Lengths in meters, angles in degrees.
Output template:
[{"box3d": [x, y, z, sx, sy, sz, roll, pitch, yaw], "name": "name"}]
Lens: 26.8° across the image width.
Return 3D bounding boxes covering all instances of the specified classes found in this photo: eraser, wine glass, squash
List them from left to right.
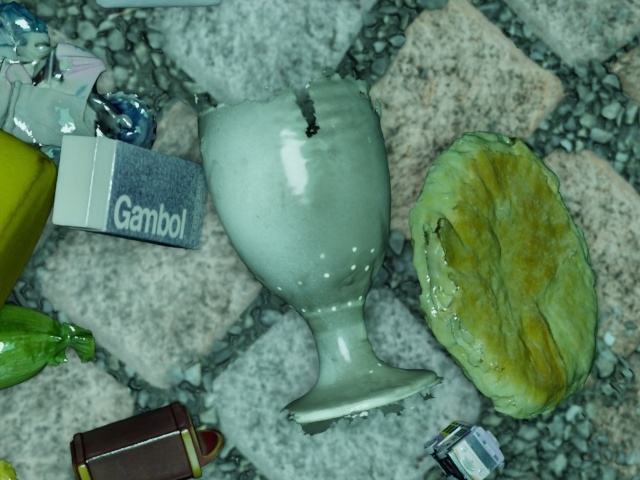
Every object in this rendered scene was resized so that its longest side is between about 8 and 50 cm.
[{"box3d": [-0.415, 0.106, 1.332, 0.378, 0.101, 0.101, 0, 88, -9], "name": "squash"}, {"box3d": [-0.182, -0.046, 1.319, 0.046, 0.212, 0.092, 6, 86, 24], "name": "eraser"}, {"box3d": [-0.003, 0.003, 1.347, 0.190, 0.190, 0.357, -13, 88, -8], "name": "wine glass"}]

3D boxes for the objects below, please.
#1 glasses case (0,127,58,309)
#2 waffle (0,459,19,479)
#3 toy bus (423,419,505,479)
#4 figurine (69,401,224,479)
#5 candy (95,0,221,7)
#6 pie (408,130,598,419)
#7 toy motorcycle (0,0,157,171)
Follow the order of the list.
[{"box3d": [-0.378, 0.062, 1.206, 0.141, 0.173, 0.371, 26, 68, 1], "name": "glasses case"}, {"box3d": [-0.443, 0.259, 1.310, 0.291, 0.051, 0.291, -2, 107, -8], "name": "waffle"}, {"box3d": [0.151, 0.222, 1.403, 0.058, 0.102, 0.052, -38, 93, -10], "name": "toy bus"}, {"box3d": [-0.171, 0.231, 1.375, 0.154, 0.082, 0.098, -15, 103, -9], "name": "figurine"}, {"box3d": [-0.170, -0.328, 1.394, 0.138, 0.071, 0.174, -3, 87, -7], "name": "candy"}, {"box3d": [0.189, 0.036, 1.371, 0.306, 0.071, 0.306, 21, 58, -38], "name": "pie"}, {"box3d": [-0.307, -0.138, 1.355, 0.239, 0.108, 0.204, -27, 97, -31], "name": "toy motorcycle"}]
